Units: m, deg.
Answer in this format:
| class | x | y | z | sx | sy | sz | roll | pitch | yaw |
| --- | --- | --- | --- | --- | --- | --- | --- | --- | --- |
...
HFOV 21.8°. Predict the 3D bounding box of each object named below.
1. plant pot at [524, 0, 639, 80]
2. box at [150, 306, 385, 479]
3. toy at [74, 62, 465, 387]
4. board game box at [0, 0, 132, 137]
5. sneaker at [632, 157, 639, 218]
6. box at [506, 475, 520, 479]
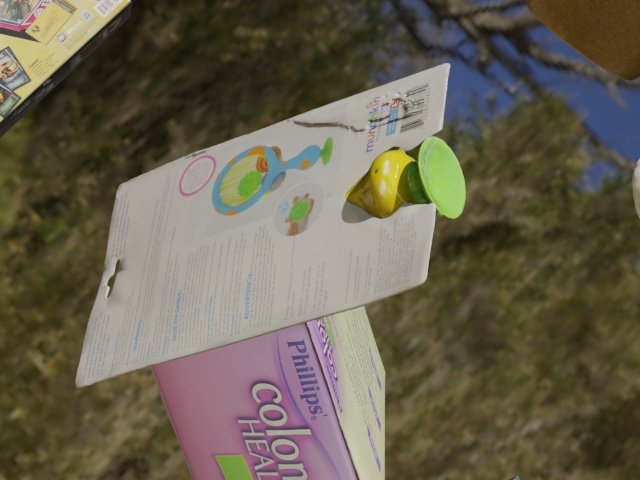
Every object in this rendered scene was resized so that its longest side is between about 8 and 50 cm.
| class | x | y | z | sx | sy | sz | roll | pitch | yaw |
| --- | --- | --- | --- | --- | --- | --- | --- | --- | --- |
| plant pot | 0.292 | -0.265 | 1.369 | 0.237 | 0.254 | 0.237 | 31 | 20 | -13 |
| box | -0.033 | 0.089 | 1.244 | 0.243 | 0.117 | 0.213 | -86 | 161 | -62 |
| toy | -0.022 | 0.004 | 0.891 | 0.237 | 0.137 | 0.056 | -21 | -43 | 37 |
| board game box | -0.305 | -0.175 | 1.423 | 0.165 | 0.243 | 0.042 | 44 | -16 | 3 |
| sneaker | 0.459 | -0.038 | 1.687 | 0.321 | 0.126 | 0.127 | 12 | -20 | -38 |
| box | 0.079 | 0.283 | 1.426 | 0.159 | 0.233 | 0.044 | -30 | -93 | 26 |
